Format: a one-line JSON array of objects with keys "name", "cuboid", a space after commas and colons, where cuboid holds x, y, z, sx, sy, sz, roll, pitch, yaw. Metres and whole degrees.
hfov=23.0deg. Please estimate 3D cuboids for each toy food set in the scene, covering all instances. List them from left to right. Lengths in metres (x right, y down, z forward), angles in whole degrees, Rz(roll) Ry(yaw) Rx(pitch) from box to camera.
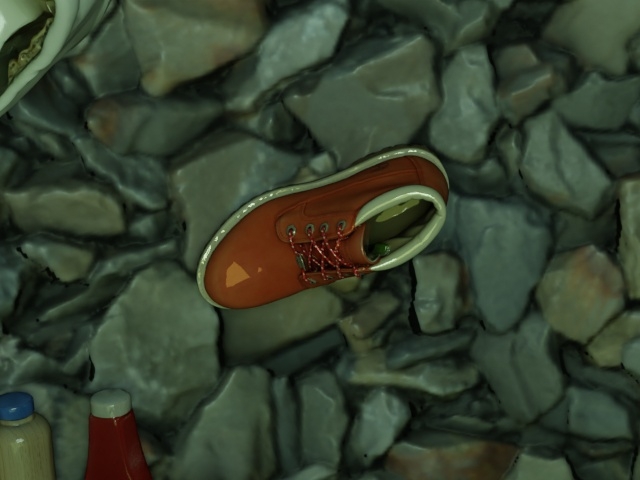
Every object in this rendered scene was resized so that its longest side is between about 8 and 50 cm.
[{"name": "toy food set", "cuboid": [-0.129, 0.147, 0.894, 0.232, 0.111, 0.104, 7, 110, 27]}]

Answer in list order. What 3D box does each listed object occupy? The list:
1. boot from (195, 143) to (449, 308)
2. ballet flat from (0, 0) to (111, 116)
[{"name": "boot", "cuboid": [0.000, 0.000, 0.878, 0.158, 0.084, 0.059, -27, 109, 7]}, {"name": "ballet flat", "cuboid": [-0.272, -0.041, 0.823, 0.400, 0.139, 0.139, -40, 106, 10]}]
